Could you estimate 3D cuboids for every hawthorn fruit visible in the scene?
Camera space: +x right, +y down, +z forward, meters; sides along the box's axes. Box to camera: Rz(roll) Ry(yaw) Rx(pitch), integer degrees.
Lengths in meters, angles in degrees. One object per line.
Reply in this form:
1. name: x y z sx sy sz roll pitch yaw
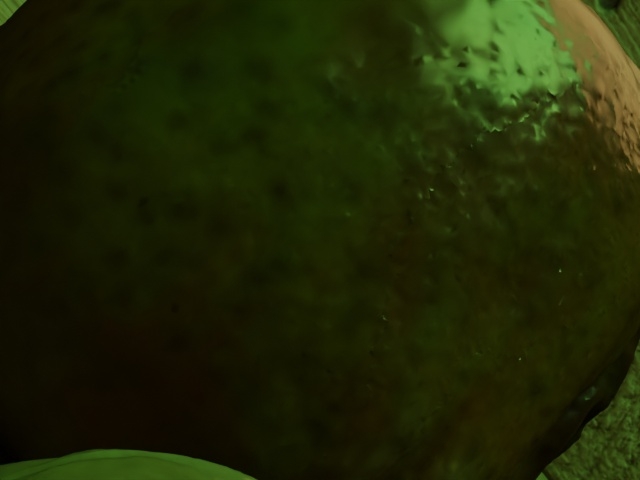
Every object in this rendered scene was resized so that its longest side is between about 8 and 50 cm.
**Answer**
1. hawthorn fruit: 0.000 0.000 0.825 0.472 0.472 0.472 50 8 -10

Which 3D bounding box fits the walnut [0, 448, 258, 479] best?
1. walnut: -0.061 0.193 0.452 0.261 0.225 0.225 48 9 -15
